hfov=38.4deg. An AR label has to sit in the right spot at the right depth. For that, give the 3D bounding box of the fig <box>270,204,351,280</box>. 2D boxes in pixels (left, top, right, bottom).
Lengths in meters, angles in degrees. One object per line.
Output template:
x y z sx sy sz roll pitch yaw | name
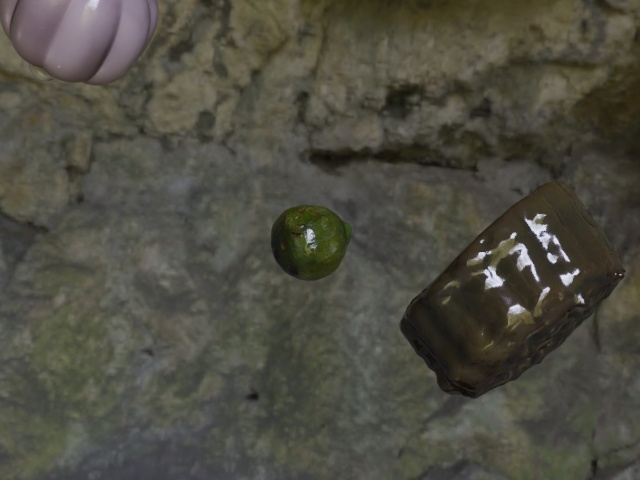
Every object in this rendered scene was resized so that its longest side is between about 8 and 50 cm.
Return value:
0.000 0.000 1.452 0.156 0.123 0.123 -10 12 -37 | fig

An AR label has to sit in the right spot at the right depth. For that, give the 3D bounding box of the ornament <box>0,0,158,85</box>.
-0.286 -0.263 1.081 0.178 0.177 0.177 8 1 0 | ornament

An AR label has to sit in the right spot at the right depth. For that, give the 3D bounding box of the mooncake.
0.191 0.057 0.906 0.124 0.228 0.228 50 15 15 | mooncake
